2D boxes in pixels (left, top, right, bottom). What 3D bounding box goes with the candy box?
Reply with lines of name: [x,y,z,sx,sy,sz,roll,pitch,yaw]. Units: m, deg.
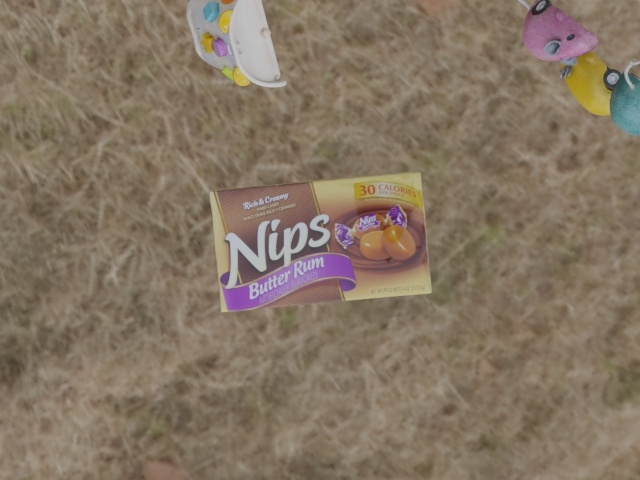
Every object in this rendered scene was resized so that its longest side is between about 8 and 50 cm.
candy box: [0.000,0.000,1.064,0.187,0.053,0.109,-5,93,2]

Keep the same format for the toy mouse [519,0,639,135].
toy mouse: [0.172,-0.103,0.752,0.161,0.143,0.031,40,99,-8]

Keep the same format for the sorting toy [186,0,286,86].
sorting toy: [-0.072,-0.151,0.894,0.045,0.075,0.083,-32,121,-30]
